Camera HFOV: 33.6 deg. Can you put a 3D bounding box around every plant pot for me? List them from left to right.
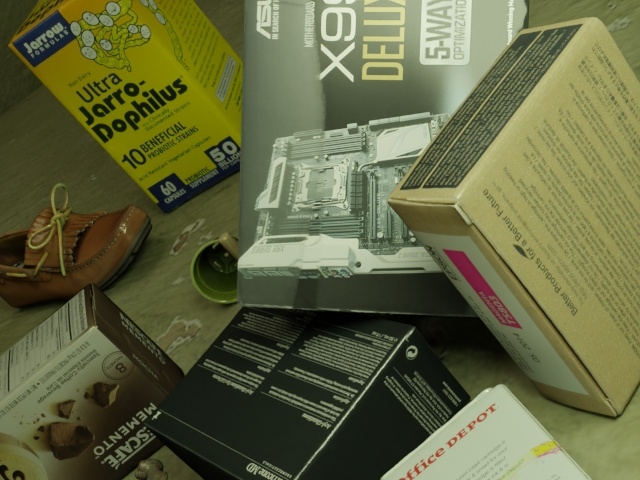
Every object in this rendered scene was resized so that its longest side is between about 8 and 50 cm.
[{"bbox_3d":[-0.119,0.028,1.331,0.083,0.083,0.079,-37,13,7],"label":"plant pot"}]

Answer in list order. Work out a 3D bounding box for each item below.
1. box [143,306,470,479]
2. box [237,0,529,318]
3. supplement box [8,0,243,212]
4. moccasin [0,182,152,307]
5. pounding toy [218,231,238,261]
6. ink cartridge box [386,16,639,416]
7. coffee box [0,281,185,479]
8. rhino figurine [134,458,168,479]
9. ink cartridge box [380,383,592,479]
[{"bbox_3d":[-0.021,0.156,0.965,0.184,0.103,0.261,-48,28,-19],"label":"box"},{"bbox_3d":[0.055,-0.091,0.920,0.243,0.307,0.076,3,2,9],"label":"box"},{"bbox_3d":[-0.263,-0.255,1.629,0.194,0.356,0.195,-29,28,24],"label":"supplement box"},{"bbox_3d":[-0.406,0.005,1.651,0.380,0.147,0.139,-10,40,46],"label":"moccasin"},{"bbox_3d":[0.000,0.000,1.046,0.155,0.269,0.154,-15,34,-27],"label":"pounding toy"},{"bbox_3d":[0.189,-0.017,0.805,0.193,0.234,0.088,-50,27,-20],"label":"ink cartridge box"},{"bbox_3d":[-0.310,0.213,1.185,0.297,0.168,0.119,-38,26,2],"label":"coffee box"},{"bbox_3d":[-0.217,0.324,0.998,0.243,0.073,0.106,-46,24,-8],"label":"rhino figurine"},{"bbox_3d":[0.131,0.198,0.731,0.127,0.072,0.175,-40,26,1],"label":"ink cartridge box"}]
